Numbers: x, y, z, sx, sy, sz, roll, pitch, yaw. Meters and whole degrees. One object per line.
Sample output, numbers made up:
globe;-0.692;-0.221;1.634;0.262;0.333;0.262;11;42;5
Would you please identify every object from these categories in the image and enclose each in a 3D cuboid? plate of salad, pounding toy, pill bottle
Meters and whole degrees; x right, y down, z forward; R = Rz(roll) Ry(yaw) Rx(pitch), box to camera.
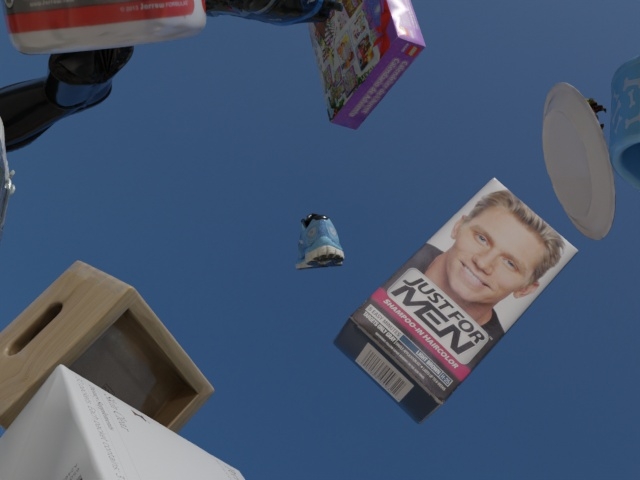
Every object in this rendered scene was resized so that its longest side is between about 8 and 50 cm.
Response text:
plate of salad;0.325;-0.099;1.088;0.048;0.200;0.199;-14;-78;-4
pounding toy;-0.174;0.095;0.573;0.100;0.141;0.130;18;-33;46
pill bottle;-0.241;-0.382;0.897;0.210;0.210;0.363;1;-74;23

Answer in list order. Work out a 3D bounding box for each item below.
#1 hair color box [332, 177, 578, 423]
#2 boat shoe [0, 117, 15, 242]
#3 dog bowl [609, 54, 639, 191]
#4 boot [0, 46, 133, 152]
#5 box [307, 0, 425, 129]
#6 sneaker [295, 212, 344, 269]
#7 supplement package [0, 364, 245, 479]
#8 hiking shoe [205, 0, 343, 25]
hair color box;0.200;0.079;1.280;0.174;0.347;0.105;43;-30;10
boat shoe;-0.405;-0.027;0.980;0.118;0.320;0.103;-10;-41;-6
dog bowl;0.367;-0.058;0.761;0.297;0.074;0.166;29;-16;-29
boot;-0.400;-0.224;1.284;0.094;0.246;0.207;61;-23;-2
box;0.063;-0.358;1.452;0.201;0.057;0.293;-48;-138;42
sneaker;0.000;0.000;1.196;0.063;0.162;0.073;-4;-97;-10
supplement package;-0.108;0.218;0.412;0.145;0.262;0.204;40;-94;-29
hiking shoe;-0.095;-0.358;1.275;0.304;0.132;0.113;41;-68;55
